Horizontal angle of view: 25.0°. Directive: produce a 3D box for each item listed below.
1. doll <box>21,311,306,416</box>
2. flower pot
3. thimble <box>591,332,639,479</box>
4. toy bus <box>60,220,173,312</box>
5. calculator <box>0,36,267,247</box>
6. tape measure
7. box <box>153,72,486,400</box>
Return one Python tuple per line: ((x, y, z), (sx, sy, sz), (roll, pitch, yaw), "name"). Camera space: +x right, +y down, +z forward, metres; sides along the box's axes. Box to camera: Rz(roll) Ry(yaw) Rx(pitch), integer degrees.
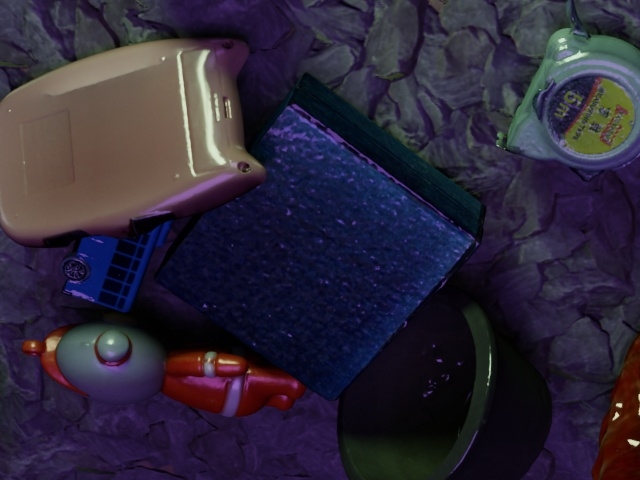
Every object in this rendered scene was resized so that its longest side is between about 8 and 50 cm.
((-0.188, 0.150, 1.733), (0.337, 0.105, 0.200), (8, 163, -8), "doll")
((0.159, 0.199, 1.693), (0.166, 0.269, 0.269), (24, 122, -33), "flower pot")
((0.459, 0.199, 1.584), (0.231, 0.350, 0.350), (20, 120, -4), "thimble")
((-0.230, -0.017, 1.680), (0.106, 0.090, 0.184), (21, 122, -6), "toy bus")
((-0.226, -0.107, 1.575), (0.330, 0.048, 0.220), (-14, 73, 16), "calculator")
((0.314, -0.213, 1.501), (0.164, 0.084, 0.330), (21, 121, -8), "tape measure")
((0.000, 0.000, 1.641), (0.261, 0.116, 0.279), (37, 117, -7), "box")
